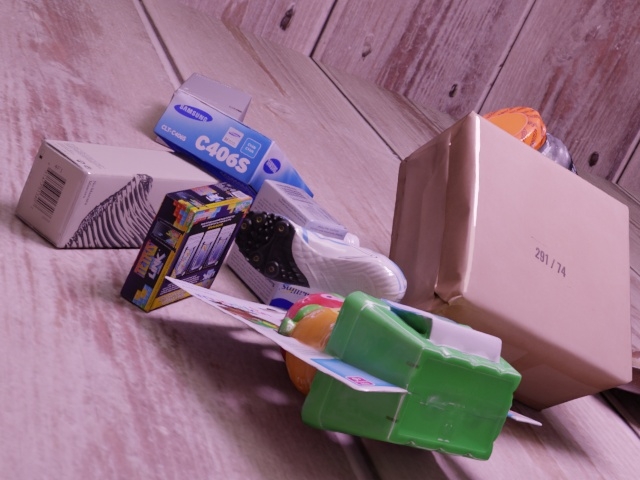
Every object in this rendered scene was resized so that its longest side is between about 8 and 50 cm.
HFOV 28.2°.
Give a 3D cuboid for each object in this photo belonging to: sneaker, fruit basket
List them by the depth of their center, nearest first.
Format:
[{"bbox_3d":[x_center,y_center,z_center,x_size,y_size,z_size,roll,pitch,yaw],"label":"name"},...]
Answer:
[{"bbox_3d":[0.041,0.119,1.473,0.327,0.165,0.353,20,9,-44],"label":"fruit basket"},{"bbox_3d":[-0.002,0.030,1.637,0.237,0.085,0.086,23,1,13],"label":"sneaker"}]

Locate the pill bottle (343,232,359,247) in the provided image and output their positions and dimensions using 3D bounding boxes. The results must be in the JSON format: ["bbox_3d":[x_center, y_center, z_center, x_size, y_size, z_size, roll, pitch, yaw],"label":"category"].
[{"bbox_3d":[0.000,0.000,1.978,0.116,0.065,0.065,17,18,-32],"label":"pill bottle"}]

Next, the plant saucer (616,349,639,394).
[{"bbox_3d":[0.560,0.220,2.033,0.310,0.050,0.310,10,3,0],"label":"plant saucer"}]

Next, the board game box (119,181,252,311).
[{"bbox_3d":[-0.163,0.005,1.570,0.048,0.141,0.170,32,16,14],"label":"board game box"}]

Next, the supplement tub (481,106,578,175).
[{"bbox_3d":[0.331,-0.029,2.050,0.338,0.207,0.207,64,0,-25],"label":"supplement tub"}]

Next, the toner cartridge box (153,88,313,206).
[{"bbox_3d":[-0.121,-0.113,1.922,0.165,0.075,0.348,29,-5,12],"label":"toner cartridge box"}]

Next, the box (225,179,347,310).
[{"bbox_3d":[-0.048,0.009,1.742,0.072,0.137,0.126,14,20,-40],"label":"box"}]

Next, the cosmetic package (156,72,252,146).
[{"bbox_3d":[-0.206,-0.220,2.295,0.127,0.107,0.238,22,19,-5],"label":"cosmetic package"}]

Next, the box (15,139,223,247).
[{"bbox_3d":[-0.259,-0.057,1.679,0.094,0.113,0.275,34,19,29],"label":"box"}]

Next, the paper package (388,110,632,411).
[{"bbox_3d":[0.261,0.036,1.749,0.324,0.168,0.310,27,54,-29],"label":"paper package"}]
